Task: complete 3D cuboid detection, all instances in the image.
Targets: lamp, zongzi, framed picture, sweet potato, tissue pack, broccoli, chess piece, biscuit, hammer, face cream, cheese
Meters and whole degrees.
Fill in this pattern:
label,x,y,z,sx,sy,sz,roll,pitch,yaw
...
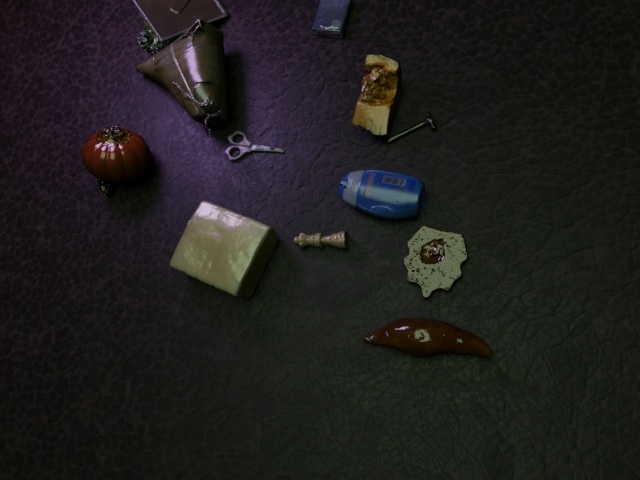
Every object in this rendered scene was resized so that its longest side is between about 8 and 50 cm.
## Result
label,x,y,z,sx,sy,sz,roll,pitch,yaw
lamp,-0.703,-0.295,1.801,0.223,0.196,0.223,5,41,-5
zongzi,-0.485,-0.506,1.841,0.418,0.181,0.446,-15,74,25
framed picture,-0.515,-0.862,1.917,0.289,0.016,0.213,-34,88,-24
sweet potato,0.293,0.271,1.452,0.359,0.112,0.112,-2,74,16
tissue pack,0.043,-0.797,1.845,0.112,0.051,0.156,12,77,14
broccoli,-0.601,-0.770,1.936,0.167,0.160,0.154,9,48,34
chess piece,0.000,0.000,1.627,0.172,0.060,0.060,-1,74,16
biscuit,0.335,0.069,1.536,0.182,0.034,0.215,13,80,17
hammer,0.286,-0.350,1.674,0.178,0.021,0.065,-25,71,6
face cream,0.181,-0.146,1.607,0.264,0.083,0.149,13,77,16
cheese,-0.304,0.029,1.655,0.266,0.124,0.242,21,84,19

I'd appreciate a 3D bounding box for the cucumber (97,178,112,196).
label,x,y,z,sx,sy,sz,roll,pitch,yaw
cucumber,-0.787,-0.235,1.882,0.053,0.053,0.181,-27,70,5

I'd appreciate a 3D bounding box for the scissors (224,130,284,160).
label,x,y,z,sx,sy,sz,roll,pitch,yaw
scissors,-0.227,-0.319,1.788,0.212,0.021,0.110,8,79,16

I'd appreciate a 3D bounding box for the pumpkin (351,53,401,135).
label,x,y,z,sx,sy,sz,roll,pitch,yaw
pumpkin,0.189,-0.464,1.687,0.131,0.126,0.247,16,98,9
